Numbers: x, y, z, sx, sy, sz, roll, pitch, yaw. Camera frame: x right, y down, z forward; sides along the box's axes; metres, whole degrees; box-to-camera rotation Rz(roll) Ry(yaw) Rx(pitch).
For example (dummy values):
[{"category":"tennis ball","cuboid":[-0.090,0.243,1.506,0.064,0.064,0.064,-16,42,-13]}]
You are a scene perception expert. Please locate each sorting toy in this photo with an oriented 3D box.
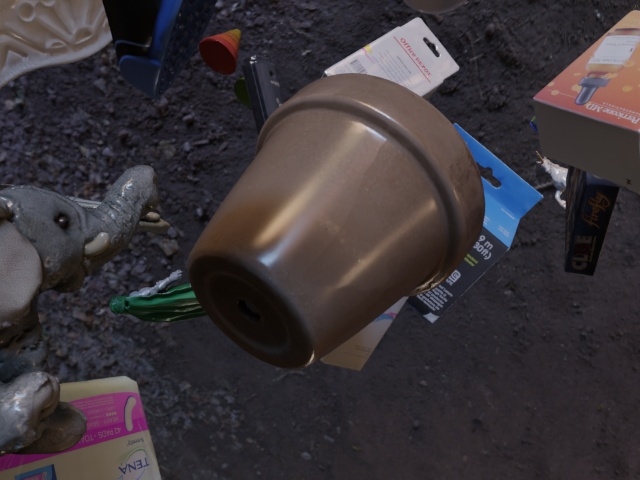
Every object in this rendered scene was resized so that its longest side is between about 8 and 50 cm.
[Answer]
[{"category":"sorting toy","cuboid":[-0.189,-0.482,1.640,0.127,0.126,0.365,-6,137,47]}]

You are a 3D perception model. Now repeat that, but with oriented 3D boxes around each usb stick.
[{"category":"usb stick","cuboid":[-0.075,-0.176,0.952,0.045,0.077,0.277,-12,93,33]}]

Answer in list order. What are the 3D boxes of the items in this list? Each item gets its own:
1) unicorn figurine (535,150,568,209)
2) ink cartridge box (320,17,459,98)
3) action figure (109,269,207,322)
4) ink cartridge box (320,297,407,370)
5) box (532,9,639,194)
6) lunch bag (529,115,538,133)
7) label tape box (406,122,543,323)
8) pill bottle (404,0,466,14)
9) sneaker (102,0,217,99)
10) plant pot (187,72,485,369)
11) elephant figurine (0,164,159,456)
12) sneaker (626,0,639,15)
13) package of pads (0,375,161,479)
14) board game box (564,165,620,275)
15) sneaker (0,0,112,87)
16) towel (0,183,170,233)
[{"category":"unicorn figurine","cuboid":[0.514,-0.123,1.132,0.162,0.111,0.060,-4,157,-13]},{"category":"ink cartridge box","cuboid":[0.188,-0.445,1.543,0.207,0.354,0.119,53,161,3]},{"category":"action figure","cuboid":[-0.236,0.096,0.928,0.232,0.063,0.137,-7,148,-4]},{"category":"ink cartridge box","cuboid":[0.050,0.075,0.883,0.093,0.154,0.212,20,106,-38]},{"category":"box","cuboid":[0.345,-0.155,0.605,0.130,0.170,0.091,39,166,46]},{"category":"lunch bag","cuboid":[0.612,-0.312,1.350,0.151,0.096,0.128,-5,143,-22]},{"category":"label tape box","cuboid":[0.259,-0.033,1.176,0.249,0.115,0.347,40,111,-1]},{"category":"pill bottle","cuboid":[0.200,-0.513,0.948,0.131,0.229,0.131,5,151,3]},{"category":"sneaker","cuboid":[-0.089,-0.183,0.277,0.091,0.081,0.232,26,134,-5]},{"category":"plant pot","cuboid":[0.000,0.000,0.557,0.263,0.229,0.263,25,140,22]},{"category":"elephant figurine","cuboid":[-0.243,0.029,0.410,0.170,0.186,0.239,1,75,10]},{"category":"sneaker","cuboid":[0.778,-0.518,1.222,0.118,0.083,0.222,2,147,-14]},{"category":"package of pads","cuboid":[-0.255,0.294,0.561,0.101,0.229,0.296,-24,74,14]},{"category":"board game box","cuboid":[0.411,-0.089,0.851,0.042,0.243,0.165,8,133,18]},{"category":"sneaker","cuboid":[-0.443,-0.290,0.718,0.236,0.323,0.130,24,143,27]},{"category":"towel","cuboid":[-0.448,-0.063,0.939,0.313,0.324,0.056,8,87,2]}]
